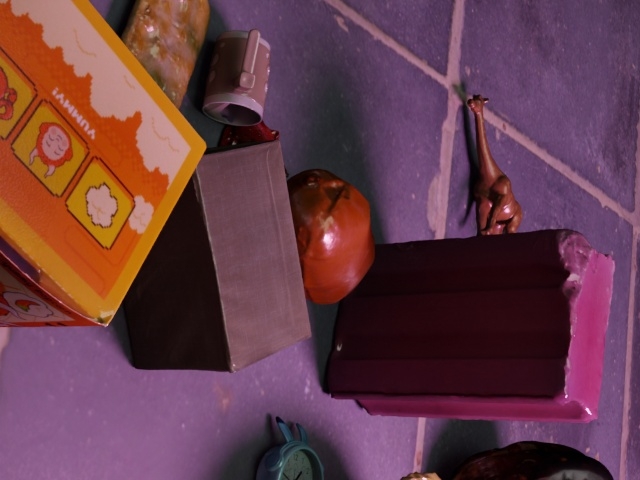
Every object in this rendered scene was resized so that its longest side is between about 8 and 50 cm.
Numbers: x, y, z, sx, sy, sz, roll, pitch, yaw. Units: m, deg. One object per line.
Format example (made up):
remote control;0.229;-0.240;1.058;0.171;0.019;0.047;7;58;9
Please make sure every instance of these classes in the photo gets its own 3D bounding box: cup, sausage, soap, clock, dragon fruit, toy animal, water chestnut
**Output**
cup;-0.102;-0.203;1.345;0.102;0.074;0.099;64;32;-71
sausage;-0.002;0.002;1.386;0.258;0.133;0.133;76;23;-71
soap;0.195;0.114;1.489;0.128;0.359;0.233;34;60;-45
clock;-0.039;0.301;1.424;0.108;0.045;0.147;24;67;-51
dragon fruit;-0.073;-0.104;1.394;0.097;0.063;0.131;40;57;-45
toy animal;0.280;-0.101;1.860;0.224;0.066;0.230;48;45;-45
water chestnut;0.325;0.440;1.749;0.289;0.244;0.289;6;76;-24

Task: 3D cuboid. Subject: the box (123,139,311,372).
box;-0.124;0.014;1.246;0.155;0.148;0.232;-21;104;-52

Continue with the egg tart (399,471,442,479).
egg tart;0.051;0.440;1.428;0.345;0.132;0.346;-40;137;-49

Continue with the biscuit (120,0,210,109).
biscuit;-0.184;-0.216;1.285;0.118;0.029;0.247;39;57;-45

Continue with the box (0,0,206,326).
box;-0.302;-0.074;0.904;0.259;0.283;0.214;51;48;-37
